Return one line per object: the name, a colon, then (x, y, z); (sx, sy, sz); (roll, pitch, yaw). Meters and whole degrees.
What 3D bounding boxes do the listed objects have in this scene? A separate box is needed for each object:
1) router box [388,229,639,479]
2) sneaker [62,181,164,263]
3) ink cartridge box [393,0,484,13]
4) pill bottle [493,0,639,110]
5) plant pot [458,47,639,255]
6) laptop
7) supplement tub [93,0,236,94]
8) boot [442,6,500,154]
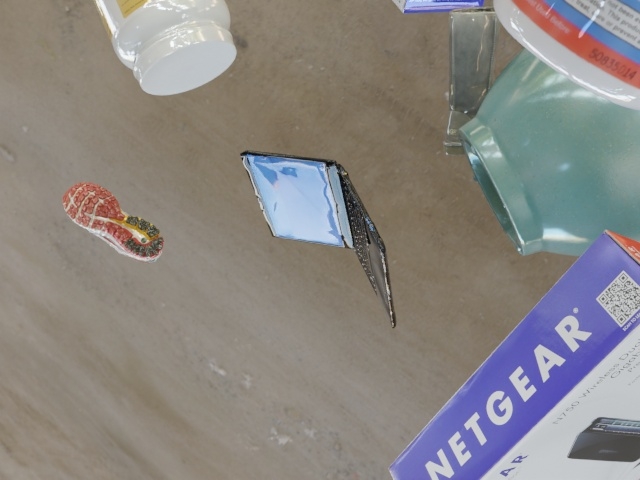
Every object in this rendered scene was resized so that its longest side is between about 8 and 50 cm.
router box: (0.282, 0.170, 0.650); (0.335, 0.301, 0.082); (-57, 37, 26)
sneaker: (-0.409, -0.026, 1.258); (0.225, 0.088, 0.092); (38, 156, 3)
ink cartridge box: (0.224, -0.523, 1.314); (0.165, 0.332, 0.065); (-4, 124, -5)
pill bottle: (0.195, -0.185, 0.313); (0.124, 0.124, 0.221); (38, 129, 9)
plant pot: (0.286, -0.099, 0.758); (0.196, 0.293, 0.293); (-26, 104, 9)
laptop: (0.000, 0.000, 1.000); (0.234, 0.137, 0.264); (73, 174, -55)
supplement tub: (-0.308, -0.461, 1.218); (0.228, 0.228, 0.316); (-29, 83, 44)
boot: (0.246, -0.244, 0.975); (0.076, 0.190, 0.208); (8, 110, 38)
